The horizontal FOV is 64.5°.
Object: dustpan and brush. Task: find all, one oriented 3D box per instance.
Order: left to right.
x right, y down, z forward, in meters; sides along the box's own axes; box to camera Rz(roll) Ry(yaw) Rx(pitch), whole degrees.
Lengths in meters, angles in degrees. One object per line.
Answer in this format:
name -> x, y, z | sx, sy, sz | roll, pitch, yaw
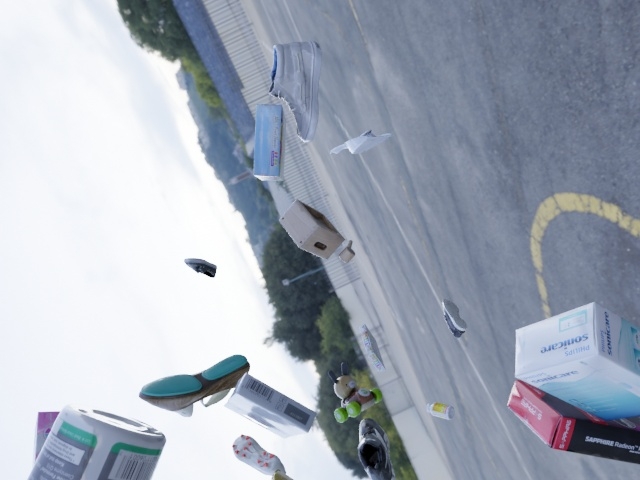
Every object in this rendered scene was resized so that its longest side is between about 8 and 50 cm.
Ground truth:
dustpan and brush -> 0.115, -0.317, 1.665 | 0.147, 0.211, 0.060 | -19, -98, -49

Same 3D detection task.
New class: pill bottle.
pill bottle -> -0.437, 0.494, 0.895 | 0.204, 0.204, 0.360 | 65, -137, -64
pill bottle -> 0.384, 0.545, 1.628 | 0.083, 0.043, 0.043 | -1, 123, 46

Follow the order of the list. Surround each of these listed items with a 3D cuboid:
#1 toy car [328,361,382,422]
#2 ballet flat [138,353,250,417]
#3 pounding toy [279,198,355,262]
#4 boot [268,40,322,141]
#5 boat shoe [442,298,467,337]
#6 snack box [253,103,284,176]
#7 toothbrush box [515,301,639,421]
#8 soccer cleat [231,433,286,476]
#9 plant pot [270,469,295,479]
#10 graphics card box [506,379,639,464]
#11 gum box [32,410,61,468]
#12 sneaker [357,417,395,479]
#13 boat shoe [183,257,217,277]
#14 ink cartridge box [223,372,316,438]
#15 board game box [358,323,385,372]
toy car -> 0.109, 0.553, 1.898 | 0.155, 0.149, 0.188 | -15, -110, -44
ballet flat -> -0.355, 0.438, 1.478 | 0.116, 0.343, 0.124 | 20, 113, 43
pounding toy -> 0.008, 0.006, 1.413 | 0.181, 0.094, 0.206 | 26, -161, -48
boot -> -0.072, -0.369, 1.277 | 0.095, 0.124, 0.258 | -121, 29, -52
boat shoe -> 0.342, 0.201, 1.315 | 0.125, 0.046, 0.038 | -109, 35, -56
snack box -> -0.128, -0.245, 1.310 | 0.207, 0.070, 0.174 | -118, 31, -85
toothbrush box -> 0.618, 0.278, 1.121 | 0.216, 0.296, 0.126 | -43, 26, 52
soccer cleat -> -0.169, 0.581, 1.356 | 0.196, 0.068, 0.076 | 5, 134, 48
plant pot -> -0.095, 0.596, 1.189 | 0.081, 0.081, 0.083 | 26, 162, 16
graphics card box -> 0.714, 0.474, 1.315 | 0.233, 0.371, 0.094 | -130, 54, -82
gum box -> -0.647, 0.500, 1.255 | 0.188, 0.107, 0.062 | 42, 118, 55
sneaker -> 0.144, 0.562, 1.385 | 0.234, 0.078, 0.106 | -102, -13, -62
boat shoe -> -0.368, 0.085, 1.571 | 0.142, 0.049, 0.040 | 29, -126, -59
ink cartridge box -> -0.129, 0.405, 1.223 | 0.189, 0.066, 0.232 | 30, 154, -3
board game box -> 0.187, 0.389, 1.838 | 0.103, 0.026, 0.154 | 57, -170, -30
